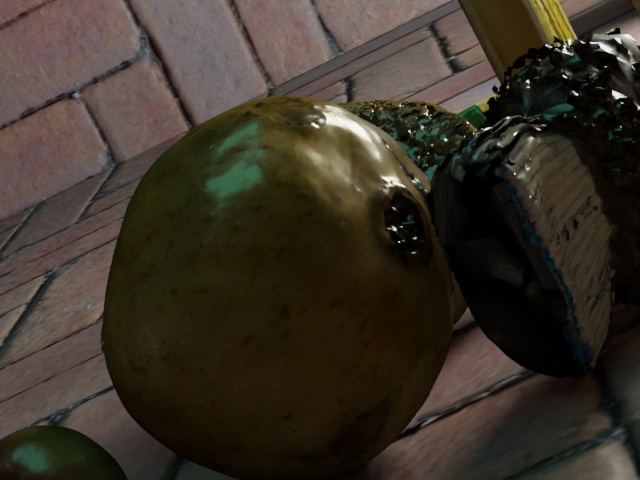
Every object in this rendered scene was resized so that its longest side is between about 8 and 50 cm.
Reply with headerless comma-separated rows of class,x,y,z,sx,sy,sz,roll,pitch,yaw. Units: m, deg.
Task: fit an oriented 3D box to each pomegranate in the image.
pomegranate,-0.029,0.034,1.210,0.260,0.260,0.260,-26,11,6

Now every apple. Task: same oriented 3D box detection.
apple,-0.181,0.186,1.219,0.126,0.126,0.102,-20,-11,30

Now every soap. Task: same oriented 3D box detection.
soap,0.202,-0.263,1.960,0.089,0.274,0.173,-25,11,16

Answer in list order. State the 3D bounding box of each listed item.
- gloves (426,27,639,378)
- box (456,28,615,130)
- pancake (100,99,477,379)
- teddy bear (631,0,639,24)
gloves,0.196,-0.041,1.233,0.135,0.210,0.312,-36,10,41
box,0.181,-0.094,1.673,0.235,0.034,0.132,-29,-32,-11
pancake,-0.017,0.013,1.501,0.387,0.082,0.387,-19,34,13
teddy bear,0.381,-0.243,1.801,0.236,0.151,0.267,-62,-9,25
